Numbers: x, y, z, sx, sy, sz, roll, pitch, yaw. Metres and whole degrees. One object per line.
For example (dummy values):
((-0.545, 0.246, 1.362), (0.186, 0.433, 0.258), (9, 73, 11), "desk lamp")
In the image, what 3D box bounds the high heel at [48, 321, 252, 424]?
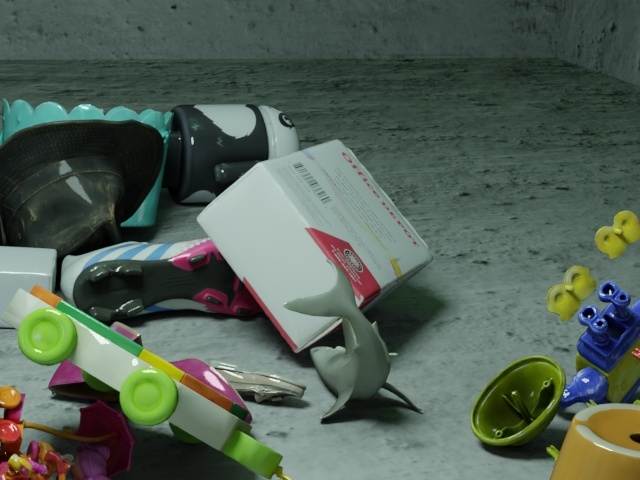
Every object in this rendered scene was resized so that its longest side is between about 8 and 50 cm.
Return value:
((-0.196, 0.178, 1.799), (0.244, 0.082, 0.117), (29, 54, 28), "high heel")

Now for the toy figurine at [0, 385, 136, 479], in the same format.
((-0.266, 0.212, 1.595), (0.159, 0.130, 0.173), (10, 36, -17), "toy figurine")

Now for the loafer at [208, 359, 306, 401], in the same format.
((-0.079, 0.176, 1.877), (0.125, 0.039, 0.045), (13, -15, 16), "loafer")

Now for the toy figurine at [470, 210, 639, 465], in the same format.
((0.357, 0.165, 1.877), (0.191, 0.217, 0.362), (32, 73, 31), "toy figurine")

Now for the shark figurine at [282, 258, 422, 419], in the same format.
((0.029, 0.151, 1.822), (0.166, 0.278, 0.116), (41, 72, 17), "shark figurine")

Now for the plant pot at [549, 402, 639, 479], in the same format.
((0.279, 0.257, 1.419), (0.205, 0.188, 0.205), (4, 17, -1), "plant pot")

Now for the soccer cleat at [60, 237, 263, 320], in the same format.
((-0.196, 0.039, 2.153), (0.331, 0.116, 0.143), (-3, 17, -23), "soccer cleat")

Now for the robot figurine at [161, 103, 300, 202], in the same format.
((-0.171, -0.153, 2.704), (0.278, 0.173, 0.209), (-2, 61, -21), "robot figurine")

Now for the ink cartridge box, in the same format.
((0.000, 0.000, 2.098), (0.226, 0.131, 0.306), (52, 21, 6), "ink cartridge box")

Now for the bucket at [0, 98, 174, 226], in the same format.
((-0.372, -0.123, 2.460), (0.281, 0.183, 0.281), (4, 4, 0), "bucket")

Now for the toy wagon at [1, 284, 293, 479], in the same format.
((-0.165, 0.159, 1.626), (0.344, 0.068, 0.267), (29, -7, 10), "toy wagon")

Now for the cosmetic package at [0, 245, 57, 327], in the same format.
((-0.468, 0.058, 2.076), (0.231, 0.085, 0.117), (5, 17, -6), "cosmetic package")

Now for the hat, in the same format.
((-0.349, -0.028, 2.196), (0.331, 0.331, 0.134), (-6, 58, -31), "hat")
